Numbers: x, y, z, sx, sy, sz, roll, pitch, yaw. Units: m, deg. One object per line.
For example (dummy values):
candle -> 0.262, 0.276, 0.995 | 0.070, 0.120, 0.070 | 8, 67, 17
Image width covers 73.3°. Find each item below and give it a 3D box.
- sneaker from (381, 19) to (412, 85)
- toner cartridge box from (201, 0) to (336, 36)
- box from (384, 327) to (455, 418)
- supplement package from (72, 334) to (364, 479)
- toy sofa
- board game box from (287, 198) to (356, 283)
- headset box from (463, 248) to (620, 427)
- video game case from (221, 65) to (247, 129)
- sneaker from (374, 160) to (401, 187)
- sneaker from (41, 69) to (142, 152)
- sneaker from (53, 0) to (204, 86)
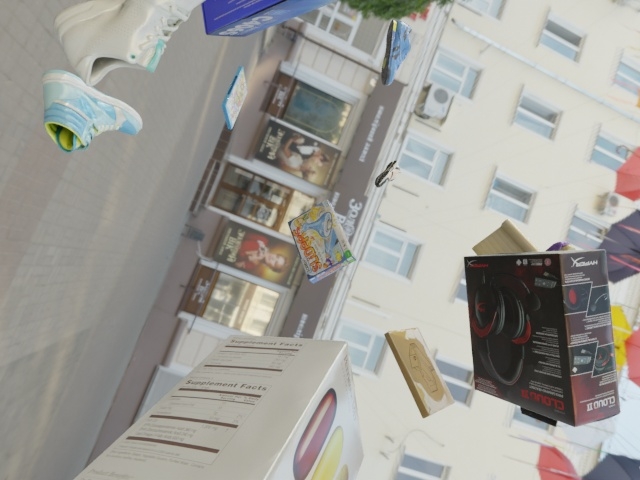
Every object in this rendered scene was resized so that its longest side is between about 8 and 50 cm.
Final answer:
sneaker -> 0.237, -0.567, 1.307 | 0.069, 0.082, 0.209 | 156, -55, -75
toner cartridge box -> -0.044, -0.374, 0.532 | 0.348, 0.075, 0.165 | 13, -64, 48
box -> 0.239, 0.308, 1.030 | 0.021, 0.164, 0.201 | -36, -116, 27
supplement package -> -0.067, 0.193, 0.337 | 0.244, 0.134, 0.139 | -42, 126, -62
toy sofa -> 0.563, 0.083, 1.129 | 0.177, 0.363, 0.150 | -40, -133, 15
board game box -> 0.000, 0.000, 1.181 | 0.136, 0.035, 0.201 | -30, -123, 11
headset box -> 0.375, 0.166, 0.754 | 0.218, 0.110, 0.293 | 173, -87, -68
video game case -> -0.277, -0.464, 1.404 | 0.119, 0.015, 0.166 | 95, 11, -67
sneaker -> 0.200, -0.186, 1.255 | 0.109, 0.043, 0.040 | -47, -152, -23
sneaker -> -0.675, -0.333, 1.277 | 0.319, 0.127, 0.208 | 22, 64, -61
sneaker -> -0.206, -0.254, 0.517 | 0.080, 0.212, 0.094 | -16, 84, -80
